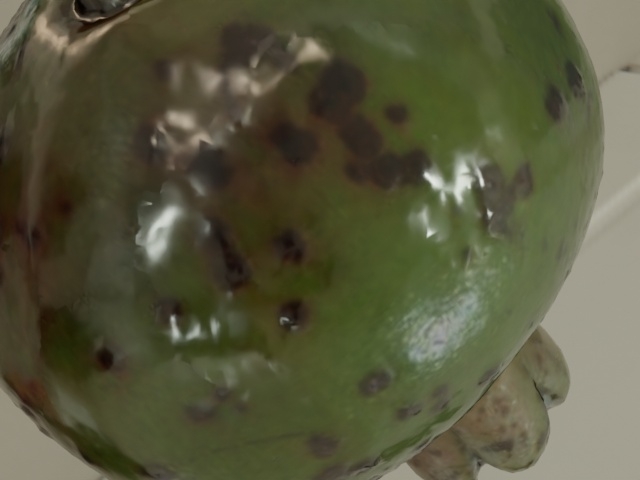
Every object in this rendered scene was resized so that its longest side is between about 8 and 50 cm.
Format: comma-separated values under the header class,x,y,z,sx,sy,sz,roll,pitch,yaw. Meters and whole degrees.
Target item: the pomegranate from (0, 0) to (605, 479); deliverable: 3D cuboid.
class,x,y,z,sx,sy,sz,roll,pitch,yaw
pomegranate,0.000,0.000,0.497,0.202,0.202,0.248,-48,127,-11
